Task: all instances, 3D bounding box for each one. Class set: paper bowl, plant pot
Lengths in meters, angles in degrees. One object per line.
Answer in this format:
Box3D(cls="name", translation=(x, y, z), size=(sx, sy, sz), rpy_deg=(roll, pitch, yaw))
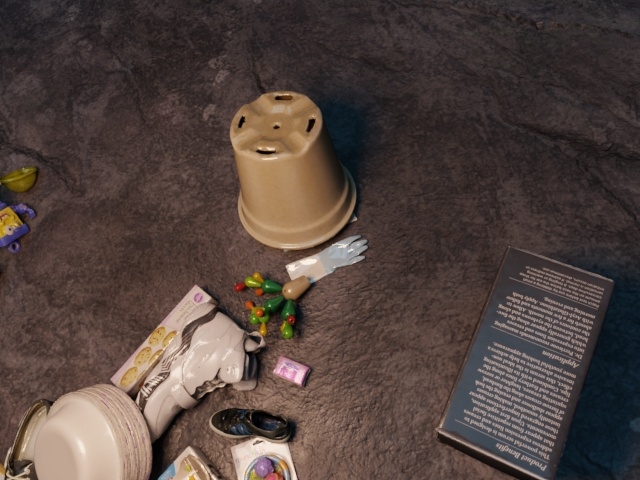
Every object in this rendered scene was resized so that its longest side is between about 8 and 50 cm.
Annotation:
Box3D(cls="paper bowl", translation=(-0.534, 0.483, 1.208), size=(0.285, 0.148, 0.284), rpy_deg=(1, 93, 32))
Box3D(cls="plant pot", translation=(-0.086, -0.195, 1.353), size=(0.334, 0.305, 0.333), rpy_deg=(-4, 57, 7))

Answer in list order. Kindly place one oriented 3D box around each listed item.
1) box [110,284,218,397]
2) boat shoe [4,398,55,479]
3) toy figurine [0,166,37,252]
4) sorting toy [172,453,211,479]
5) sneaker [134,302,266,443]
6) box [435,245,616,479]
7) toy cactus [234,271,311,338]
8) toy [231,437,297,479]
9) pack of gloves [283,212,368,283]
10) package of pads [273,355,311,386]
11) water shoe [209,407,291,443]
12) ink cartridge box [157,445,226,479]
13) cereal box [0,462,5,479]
Box3D(cls="box", translation=(-0.403, 0.261, 1.385), size=(0.067, 0.063, 0.324), rpy_deg=(37, 79, 21))
Box3D(cls="boat shoe", translation=(-0.711, 0.538, 1.283), size=(0.115, 0.091, 0.302), rpy_deg=(-3, 56, 0))
Box3D(cls="toy figurine", translation=(-0.975, -0.064, 1.607), size=(0.191, 0.217, 0.362), rpy_deg=(-18, 20, 19))
Box3D(cls="sorting toy", translation=(-0.295, 0.538, 1.193), size=(0.075, 0.045, 0.083), rpy_deg=(-42, 66, -1))
Box3D(cls="sneaker", translation=(-0.288, 0.345, 1.285), size=(0.210, 0.137, 0.365), rpy_deg=(21, 71, 20))
Box3D(cls="box", translation=(0.405, 0.263, 1.094), size=(0.212, 0.293, 0.395), rpy_deg=(21, 74, 19))
Box3D(cls="toy cactus", translation=(-0.111, 0.144, 1.352), size=(0.181, 0.112, 0.219), rpy_deg=(-34, 45, -13))
Box3D(cls="toy", translation=(-0.120, 0.564, 1.204), size=(0.137, 0.056, 0.237), rpy_deg=(-21, 65, 1))
Box3D(cls="pack of gloves", translation=(0.000, 0.000, 1.424), size=(0.232, 0.046, 0.195), rpy_deg=(-25, 64, 0))
Box3D(cls="package of pads", translation=(-0.070, 0.323, 1.309), size=(0.083, 0.032, 0.050), rpy_deg=(19, 71, 18))
Box3D(cls="water shoe", translation=(-0.167, 0.421, 1.252), size=(0.203, 0.080, 0.072), rpy_deg=(4, 41, 11))
Box3D(cls="ink cartridge box", translation=(-0.275, 0.580, 1.226), size=(0.180, 0.060, 0.104), rpy_deg=(40, 79, 23))
Box3D(cls="cereal box", translation=(-0.820, 0.696, 1.294), size=(0.173, 0.047, 0.240), rpy_deg=(28, 74, 19))
